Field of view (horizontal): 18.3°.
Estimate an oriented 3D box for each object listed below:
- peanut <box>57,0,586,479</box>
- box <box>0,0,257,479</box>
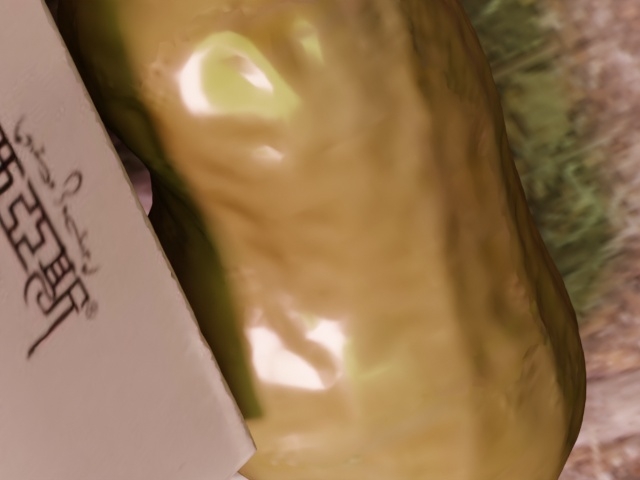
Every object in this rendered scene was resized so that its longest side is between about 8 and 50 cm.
[{"bbox_3d":[0.000,0.000,0.666,0.147,0.147,0.319,-16,134,9],"label":"peanut"},{"bbox_3d":[-0.161,-0.017,0.581,0.203,0.116,0.274,20,146,36],"label":"box"}]
